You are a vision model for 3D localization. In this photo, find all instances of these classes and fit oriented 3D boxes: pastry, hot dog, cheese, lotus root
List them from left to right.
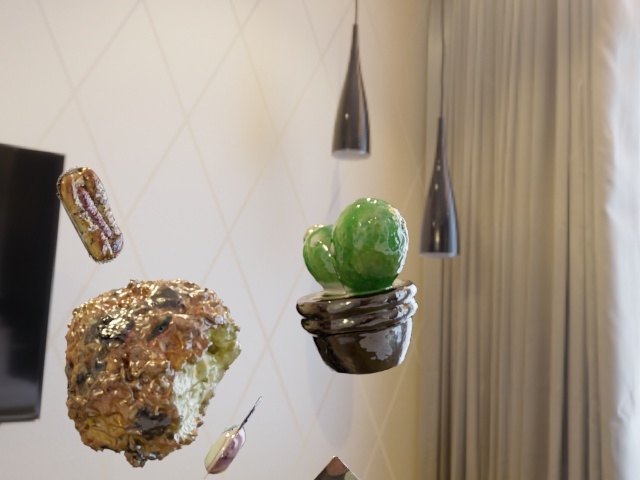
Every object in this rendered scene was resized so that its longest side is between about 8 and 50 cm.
[{"bbox_3d":[-0.435,-0.050,1.220,0.059,0.191,0.108,-10,22,25],"label":"hot dog"},{"bbox_3d":[-0.376,0.251,1.369,0.337,0.405,0.292,14,-40,14],"label":"pastry"},{"bbox_3d":[-0.252,0.569,1.844,0.074,0.286,0.189,34,13,2],"label":"cheese"},{"bbox_3d":[-0.001,-0.001,1.718,0.077,0.090,0.183,17,5,22],"label":"lotus root"}]

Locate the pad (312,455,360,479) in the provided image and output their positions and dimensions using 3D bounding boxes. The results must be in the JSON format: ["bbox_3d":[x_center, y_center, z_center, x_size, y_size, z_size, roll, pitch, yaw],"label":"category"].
[{"bbox_3d":[0.002,0.524,1.134,0.158,0.235,0.003,46,-19,3],"label":"pad"}]

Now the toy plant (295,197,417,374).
[{"bbox_3d":[0.051,0.062,0.901,0.175,0.235,0.218,-11,1,-26],"label":"toy plant"}]
